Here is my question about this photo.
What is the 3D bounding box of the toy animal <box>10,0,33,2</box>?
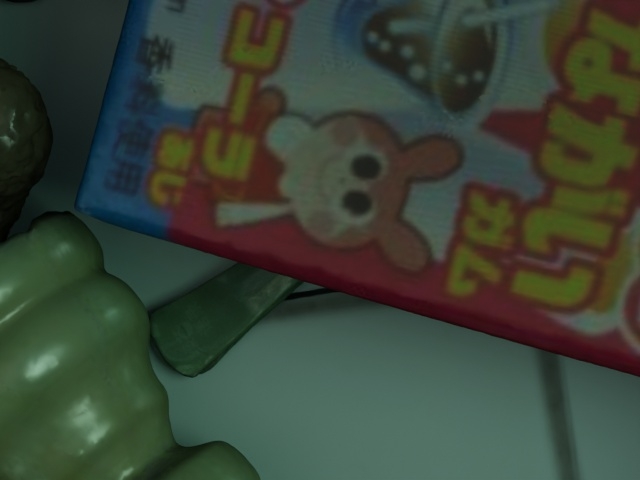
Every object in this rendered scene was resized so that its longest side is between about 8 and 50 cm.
[{"bbox_3d":[-0.239,-0.175,0.871,0.324,0.090,0.195,25,96,7],"label":"toy animal"}]

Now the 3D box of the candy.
[{"bbox_3d":[0.066,-0.045,0.744,0.306,0.100,0.157,16,94,11],"label":"candy"}]

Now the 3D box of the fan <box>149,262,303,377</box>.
[{"bbox_3d":[0.000,0.000,0.828,0.193,0.016,0.038,-36,81,17],"label":"fan"}]

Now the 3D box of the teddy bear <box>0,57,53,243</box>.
[{"bbox_3d":[-0.232,-0.040,0.808,0.190,0.140,0.177,38,82,5],"label":"teddy bear"}]

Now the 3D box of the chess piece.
[{"bbox_3d":[-0.083,0.116,0.804,0.133,0.133,0.243,-44,83,14],"label":"chess piece"}]
